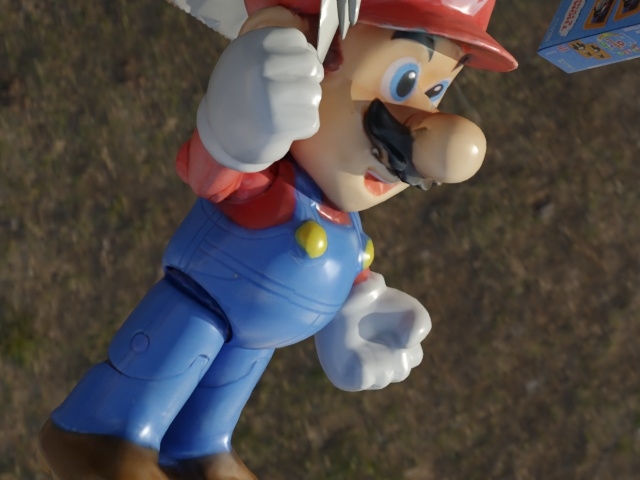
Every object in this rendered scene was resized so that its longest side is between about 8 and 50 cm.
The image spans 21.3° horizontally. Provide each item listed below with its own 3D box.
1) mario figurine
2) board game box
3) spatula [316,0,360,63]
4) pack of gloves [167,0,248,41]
[{"bbox_3d":[0.000,0.000,0.796,0.170,0.198,0.321,26,100,-6],"label":"mario figurine"},{"bbox_3d":[0.251,-0.208,1.224,0.039,0.211,0.160,31,78,-19],"label":"board game box"},{"bbox_3d":[0.017,-0.187,0.595,0.019,0.168,0.242,6,91,1],"label":"spatula"},{"bbox_3d":[0.005,-0.240,1.458,0.195,0.046,0.232,31,74,0],"label":"pack of gloves"}]
